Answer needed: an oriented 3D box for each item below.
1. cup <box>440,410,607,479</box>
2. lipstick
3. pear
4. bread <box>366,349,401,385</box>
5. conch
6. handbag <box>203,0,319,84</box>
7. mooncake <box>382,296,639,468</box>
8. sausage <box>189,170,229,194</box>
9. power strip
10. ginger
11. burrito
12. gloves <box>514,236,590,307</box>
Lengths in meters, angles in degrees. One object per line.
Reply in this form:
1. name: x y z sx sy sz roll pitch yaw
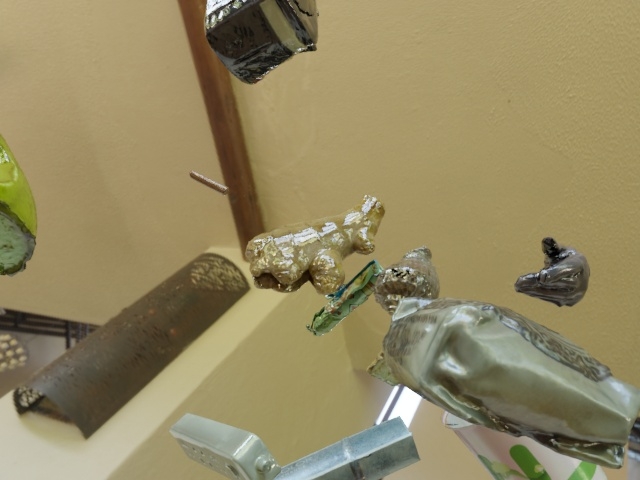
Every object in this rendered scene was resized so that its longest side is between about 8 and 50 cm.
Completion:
1. cup: 0.433 0.423 1.097 0.253 0.253 0.274 -38 -96 39
2. lipstick: 0.041 0.433 0.999 0.289 0.077 0.076 -21 -70 -6
3. pear: -0.516 -0.100 0.734 0.164 0.238 0.255 -45 -134 26
4. bread: 0.263 0.372 1.700 0.128 0.088 0.232 39 -75 -13
5. conch: 0.213 0.103 1.224 0.130 0.207 0.155 -7 -53 43
6. handbag: -0.090 -0.412 0.926 0.181 0.254 0.181 -22 -43 24
7. mooncake: 0.207 0.149 0.631 0.250 0.136 0.254 24 -8 -8
8. sausage: -0.302 -0.157 1.410 0.116 0.026 0.026 27 -53 6
9. power strip: -0.193 0.403 1.010 0.385 0.062 0.091 -17 -72 56
10. ginger: 0.008 0.008 1.248 0.375 0.236 0.166 -28 -64 -2
11. burrito: 0.065 0.141 1.340 0.054 0.104 0.288 28 -60 -29
12. gloves: 0.474 0.060 1.036 0.119 0.285 0.142 -6 -90 43
